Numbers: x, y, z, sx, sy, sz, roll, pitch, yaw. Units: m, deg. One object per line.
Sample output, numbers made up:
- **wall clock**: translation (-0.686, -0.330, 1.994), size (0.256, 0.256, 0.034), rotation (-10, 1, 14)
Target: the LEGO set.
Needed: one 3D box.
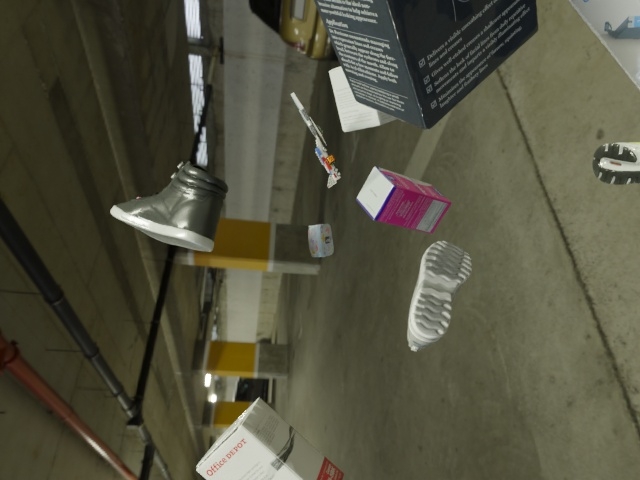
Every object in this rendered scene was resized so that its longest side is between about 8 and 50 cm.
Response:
- **LEGO set**: translation (-0.014, -0.263, 1.270), size (0.244, 0.060, 0.182), rotation (61, -177, 31)

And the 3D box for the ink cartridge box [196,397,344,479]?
- **ink cartridge box**: translation (-0.057, 0.264, 0.531), size (0.099, 0.135, 0.056), rotation (-48, -1, 23)

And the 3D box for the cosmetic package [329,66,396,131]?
- **cosmetic package**: translation (0.145, -0.432, 1.361), size (0.151, 0.151, 0.184), rotation (3, 113, 49)

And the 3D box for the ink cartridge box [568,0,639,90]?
- **ink cartridge box**: translation (0.562, -0.431, 0.740), size (0.261, 0.296, 0.066), rotation (-38, 14, 38)

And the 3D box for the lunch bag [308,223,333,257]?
- **lunch bag**: translation (0.000, 0.000, 1.005), size (0.083, 0.053, 0.071), rotation (-118, 22, -89)

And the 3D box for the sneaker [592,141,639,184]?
- **sneaker**: translation (0.498, -0.104, 0.648), size (0.208, 0.094, 0.081), rotation (-129, 33, -59)

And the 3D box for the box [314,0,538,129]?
- **box**: translation (0.155, -0.440, 0.746), size (0.212, 0.293, 0.395), rotation (39, 167, 44)

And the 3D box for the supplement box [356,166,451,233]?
- **supplement box**: translation (0.230, -0.107, 1.275), size (0.114, 0.220, 0.111), rotation (-61, 37, 24)

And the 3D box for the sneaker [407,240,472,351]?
- **sneaker**: translation (0.238, 0.111, 0.996), size (0.281, 0.105, 0.115), rotation (-53, -13, -39)

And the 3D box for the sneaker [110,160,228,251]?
- **sneaker**: translation (-0.280, -0.074, 0.879), size (0.104, 0.295, 0.147), rotation (35, -109, -49)
